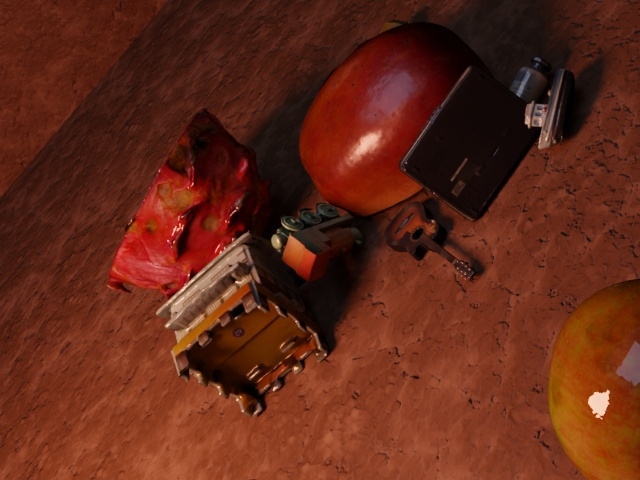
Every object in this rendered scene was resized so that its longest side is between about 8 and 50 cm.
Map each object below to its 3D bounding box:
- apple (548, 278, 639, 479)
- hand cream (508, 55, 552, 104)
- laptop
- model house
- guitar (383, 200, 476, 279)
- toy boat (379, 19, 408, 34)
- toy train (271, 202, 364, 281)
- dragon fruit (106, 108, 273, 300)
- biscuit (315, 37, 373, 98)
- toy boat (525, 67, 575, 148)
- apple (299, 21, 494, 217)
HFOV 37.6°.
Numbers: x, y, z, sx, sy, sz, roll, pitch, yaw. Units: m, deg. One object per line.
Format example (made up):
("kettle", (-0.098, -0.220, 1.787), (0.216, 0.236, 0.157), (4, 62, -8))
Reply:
("apple", (0.359, 0.158, 0.980), (0.246, 0.246, 0.226), (-51, 14, -1))
("hand cream", (0.298, -0.191, 1.519), (0.234, 0.050, 0.080), (-57, 34, -2))
("laptop", (0.236, -0.154, 1.466), (0.207, 0.154, 0.026), (-54, 5, -6))
("model house", (-0.130, 0.133, 1.563), (0.224, 0.198, 0.215), (-42, 40, 13))
("guitar", (0.178, 0.008, 1.479), (0.088, 0.025, 0.233), (-49, 34, 1))
("toy boat", (0.141, -0.371, 1.862), (0.065, 0.066, 0.172), (9, 60, 14))
("toy train", (0.000, 0.000, 1.590), (0.118, 0.176, 0.074), (37, 124, 28))
("dragon fruit", (-0.235, -0.041, 1.801), (0.386, 0.249, 0.371), (-62, 6, 5))
("biscuit", (0.045, -0.316, 1.883), (0.151, 0.063, 0.235), (-62, 6, -12))
("toy boat", (0.349, -0.200, 1.442), (0.066, 0.059, 0.140), (6, 67, 23))
("apple", (0.131, -0.215, 1.657), (0.365, 0.329, 0.295), (-42, 78, 19))
